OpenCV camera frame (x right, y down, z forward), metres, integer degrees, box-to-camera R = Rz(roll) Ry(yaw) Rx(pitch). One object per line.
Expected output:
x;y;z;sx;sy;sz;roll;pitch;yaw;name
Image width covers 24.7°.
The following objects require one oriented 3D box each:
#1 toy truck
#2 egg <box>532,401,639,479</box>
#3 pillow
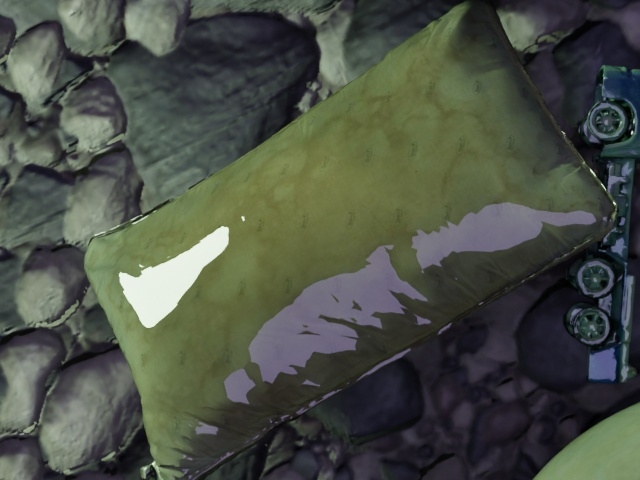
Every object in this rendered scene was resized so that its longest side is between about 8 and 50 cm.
0.181;-0.007;0.808;0.081;0.067;0.175;4;90;6;toy truck
0.196;0.170;0.737;0.253;0.186;0.186;-22;84;11;egg
0.000;0.000;0.825;0.302;0.075;0.185;-33;56;11;pillow
